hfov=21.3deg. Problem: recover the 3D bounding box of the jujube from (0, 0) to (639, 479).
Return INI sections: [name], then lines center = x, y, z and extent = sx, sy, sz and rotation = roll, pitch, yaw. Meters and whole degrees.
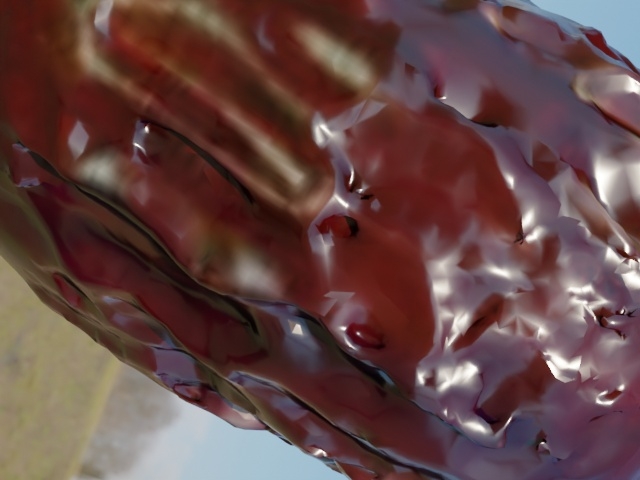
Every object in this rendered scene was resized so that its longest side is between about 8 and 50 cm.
[jujube]
center = -0.006, -0.036, 0.727
extent = 0.258, 0.377, 0.258
rotation = -61, 167, -24
